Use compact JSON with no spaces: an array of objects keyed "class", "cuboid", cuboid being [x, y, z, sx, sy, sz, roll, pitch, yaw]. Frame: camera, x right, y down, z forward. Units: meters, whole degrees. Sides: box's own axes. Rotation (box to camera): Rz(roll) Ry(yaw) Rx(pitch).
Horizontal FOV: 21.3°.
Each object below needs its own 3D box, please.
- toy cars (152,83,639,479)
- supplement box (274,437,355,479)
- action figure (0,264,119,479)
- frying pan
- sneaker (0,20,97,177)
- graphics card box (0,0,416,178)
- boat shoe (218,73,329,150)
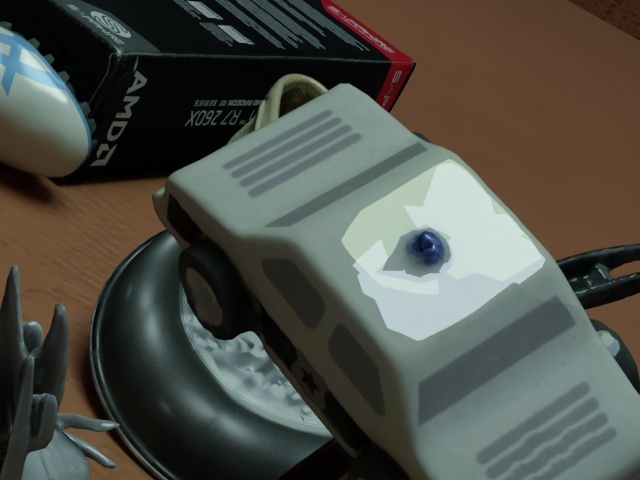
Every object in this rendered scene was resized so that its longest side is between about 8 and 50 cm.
[{"class":"toy cars","cuboid":[0.024,0.102,0.490,0.176,0.087,0.393,7,56,-4]},{"class":"supplement box","cuboid":[0.043,0.168,0.579,0.188,0.104,0.081,34,21,14]},{"class":"action figure","cuboid":[-0.184,0.058,0.447,0.285,0.185,0.099,3,32,-30]},{"class":"frying pan","cuboid":[0.054,0.054,0.808,0.326,0.053,0.197,3,47,-15]},{"class":"sneaker","cuboid":[-0.232,-0.098,0.911,0.237,0.085,0.086,32,46,-3]},{"class":"graphics card box","cuboid":[-0.120,-0.145,1.139,0.233,0.094,0.371,37,20,21]},{"class":"boat shoe","cuboid":[0.000,0.000,0.937,0.109,0.098,0.302,21,22,-21]}]
